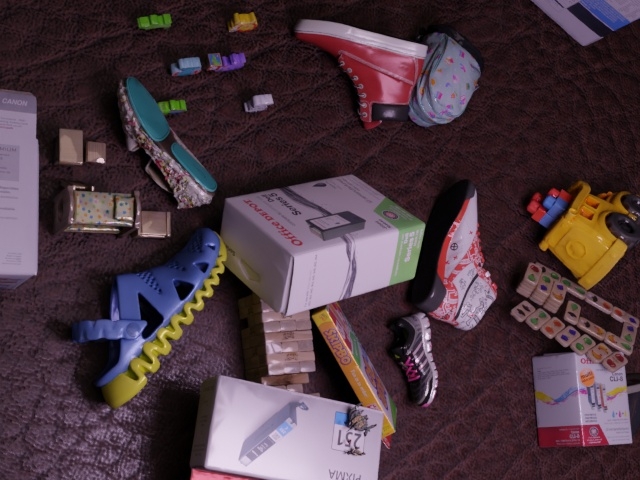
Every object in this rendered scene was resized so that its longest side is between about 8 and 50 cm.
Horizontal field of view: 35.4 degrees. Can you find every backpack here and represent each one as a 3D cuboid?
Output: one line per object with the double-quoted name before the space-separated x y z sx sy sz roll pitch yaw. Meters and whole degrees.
"backpack" 0.225 -0.304 1.890 0.152 0.115 0.182 36 68 -21

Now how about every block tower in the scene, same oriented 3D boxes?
"block tower" -0.062 0.237 1.634 0.091 0.097 0.335 -2 79 -29

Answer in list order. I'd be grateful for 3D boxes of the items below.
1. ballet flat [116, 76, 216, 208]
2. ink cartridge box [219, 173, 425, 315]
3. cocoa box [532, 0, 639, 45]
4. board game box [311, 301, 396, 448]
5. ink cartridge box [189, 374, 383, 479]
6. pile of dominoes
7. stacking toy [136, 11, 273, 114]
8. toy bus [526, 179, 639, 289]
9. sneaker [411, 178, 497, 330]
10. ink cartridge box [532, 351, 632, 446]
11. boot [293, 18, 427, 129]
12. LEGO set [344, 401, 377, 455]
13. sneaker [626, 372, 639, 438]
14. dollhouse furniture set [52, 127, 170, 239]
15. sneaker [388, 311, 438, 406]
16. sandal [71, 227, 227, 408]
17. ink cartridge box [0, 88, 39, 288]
"ballet flat" -0.263 -0.146 1.608 0.241 0.077 0.091 54 25 -9
"ink cartridge box" 0.000 0.000 1.630 0.273 0.198 0.115 -14 127 -36
"cocoa box" 0.604 -0.635 2.101 0.231 0.228 0.347 34 66 -19
"board game box" 0.065 0.219 1.695 0.039 0.124 0.259 -26 96 9
"ink cartridge box" -0.054 0.362 1.518 0.296 0.066 0.261 16 70 -26
"pile of dominoes" 0.491 0.135 1.902 0.251 0.040 0.196 29 38 4
"stacking toy" -0.193 -0.297 1.698 0.221 0.052 0.167 -9 82 -28
"toy bus" 0.519 -0.043 1.988 0.211 0.149 0.220 37 42 7
"sneaker" 0.267 0.032 1.862 0.145 0.090 0.270 31 66 -26
"ink cartridge box" 0.495 0.301 1.907 0.128 0.127 0.176 3 77 -28
"boot" 0.055 -0.299 1.817 0.244 0.088 0.176 15 105 -3
"LEGO set" 0.055 0.291 1.552 0.054 0.023 0.083 28 77 -19
"sneaker" 0.637 0.335 2.019 0.222 0.083 0.118 -2 96 -33
"dollhouse furniture set" -0.312 -0.092 1.555 0.182 0.101 0.161 2 79 -29
"sneaker" 0.158 0.211 1.778 0.074 0.063 0.170 3 74 -29
"sandal" -0.263 0.094 1.538 0.138 0.126 0.317 41 62 -11
"ink cartridge box" -0.560 -0.079 1.400 0.309 0.130 0.272 5 76 -28
